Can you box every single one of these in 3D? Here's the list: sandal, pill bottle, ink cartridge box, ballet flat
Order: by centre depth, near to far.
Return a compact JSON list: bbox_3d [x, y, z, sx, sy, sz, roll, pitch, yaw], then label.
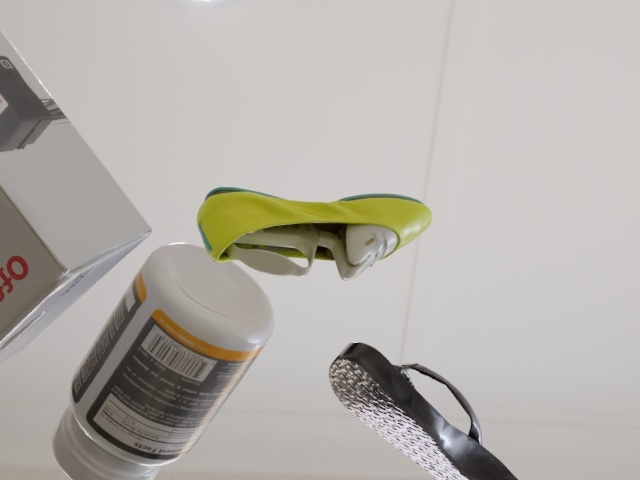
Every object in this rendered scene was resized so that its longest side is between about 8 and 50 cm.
[{"bbox_3d":[0.098,0.156,0.859,0.254,0.097,0.054,45,-114,-31],"label":"sandal"},{"bbox_3d":[-0.327,-0.053,0.870,0.223,0.129,0.307,-38,-92,31],"label":"ink cartridge box"},{"bbox_3d":[0.000,0.000,0.949,0.230,0.077,0.077,4,-40,-19],"label":"ballet flat"},{"bbox_3d":[-0.185,0.152,1.165,0.162,0.162,0.278,29,-65,-14],"label":"pill bottle"}]
